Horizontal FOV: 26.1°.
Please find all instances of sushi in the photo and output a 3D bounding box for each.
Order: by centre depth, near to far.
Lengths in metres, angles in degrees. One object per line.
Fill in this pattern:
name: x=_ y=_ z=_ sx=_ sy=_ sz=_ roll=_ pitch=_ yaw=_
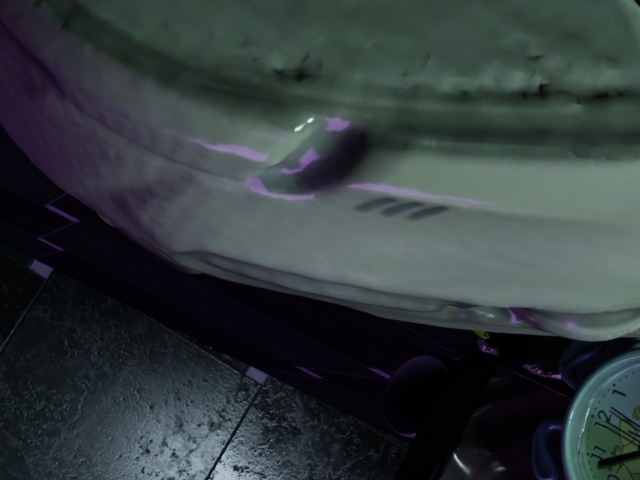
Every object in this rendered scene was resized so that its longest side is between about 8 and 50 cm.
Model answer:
sushi: x=0.165 y=0.092 z=1.131 sx=0.083 sy=0.044 sz=0.046 roll=28 pitch=169 yaw=-1

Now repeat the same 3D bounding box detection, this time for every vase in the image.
vase: x=0.178 y=0.211 z=1.589 sx=0.219 sy=0.096 sz=0.096 roll=30 pitch=169 yaw=-39

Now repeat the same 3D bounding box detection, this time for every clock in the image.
clock: x=0.234 y=0.138 z=0.938 sx=0.188 sy=0.148 sz=0.060 roll=26 pitch=-173 yaw=40

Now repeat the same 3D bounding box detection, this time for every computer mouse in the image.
computer mouse: x=0.002 y=-0.043 z=0.571 sx=0.429 sy=0.145 sz=0.228 roll=23 pitch=167 yaw=10

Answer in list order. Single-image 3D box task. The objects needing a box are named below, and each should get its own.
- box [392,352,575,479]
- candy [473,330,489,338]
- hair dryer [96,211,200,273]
box: x=0.220 y=0.238 z=1.345 sx=0.252 sy=0.188 sz=0.153 roll=28 pitch=170 yaw=-1
candy: x=0.000 y=0.000 z=1.002 sx=0.246 sy=0.069 sz=0.149 roll=21 pitch=171 yaw=28
hair dryer: x=-0.189 y=-0.059 z=1.211 sx=0.248 sy=0.078 sz=0.195 roll=32 pitch=174 yaw=22
